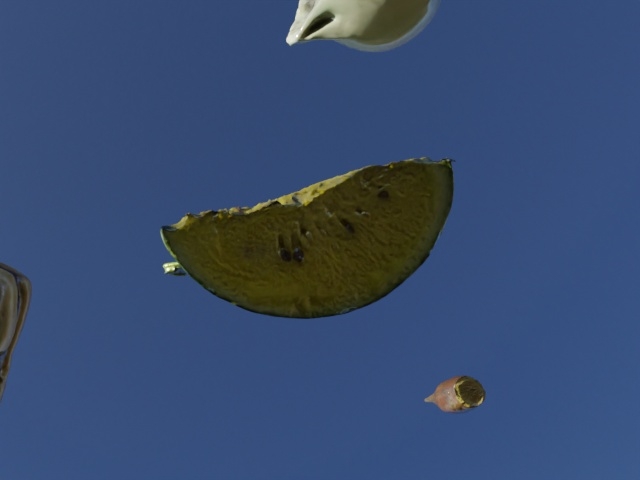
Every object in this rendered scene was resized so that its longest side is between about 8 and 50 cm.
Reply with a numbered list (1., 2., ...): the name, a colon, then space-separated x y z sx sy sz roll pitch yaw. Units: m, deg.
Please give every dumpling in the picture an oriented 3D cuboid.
1. dumpling: 0.065 -0.283 1.089 0.229 0.151 0.124 -18 -68 7

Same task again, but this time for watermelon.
1. watermelon: 0.000 0.000 0.952 0.301 0.123 0.129 -17 -58 -12

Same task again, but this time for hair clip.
1. hair clip: -0.118 0.042 1.241 0.189 0.060 0.033 8 -101 21

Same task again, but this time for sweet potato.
1. sweet potato: 0.170 0.206 1.263 0.049 0.117 0.049 7 -107 -25

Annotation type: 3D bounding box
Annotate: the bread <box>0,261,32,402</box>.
1. bread: -0.323 0.103 0.804 0.116 0.077 0.200 12 -107 -5
